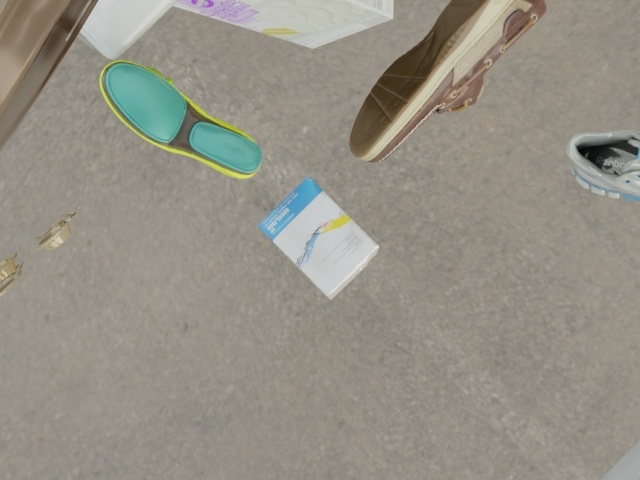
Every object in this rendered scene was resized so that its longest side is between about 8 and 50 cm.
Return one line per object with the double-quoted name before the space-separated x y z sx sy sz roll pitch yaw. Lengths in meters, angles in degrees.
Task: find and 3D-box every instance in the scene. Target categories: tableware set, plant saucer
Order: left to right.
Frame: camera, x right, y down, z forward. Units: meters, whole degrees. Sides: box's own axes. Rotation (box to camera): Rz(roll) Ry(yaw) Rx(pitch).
"tableware set" -0.349 0.016 0.810 0.169 0.141 0.020 -45 114 -15
"plant saucer" -0.181 -0.149 0.446 0.041 0.278 0.278 31 97 -22

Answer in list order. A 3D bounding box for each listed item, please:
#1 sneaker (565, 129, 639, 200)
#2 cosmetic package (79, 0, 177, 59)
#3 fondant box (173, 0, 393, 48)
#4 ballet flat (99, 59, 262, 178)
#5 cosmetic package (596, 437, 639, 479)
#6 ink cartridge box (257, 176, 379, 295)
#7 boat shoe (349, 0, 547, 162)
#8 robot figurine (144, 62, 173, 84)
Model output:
"sneaker" 0.299 -0.058 0.582 0.083 0.191 0.071 13 91 -54
"cosmetic package" -0.280 -0.504 0.889 0.393 0.329 0.327 -46 125 -4
"fondant box" -0.065 -0.453 1.228 0.330 0.238 0.096 6 85 -40
"ballet flat" -0.180 -0.143 0.864 0.231 0.077 0.077 29 80 -30
"cosmetic package" 0.301 0.157 0.334 0.230 0.161 0.453 41 96 -21
"ink cartridge box" 0.000 0.000 1.616 0.168 0.171 0.232 -45 82 -3
"boat shoe" 0.185 -0.231 0.973 0.123 0.123 0.342 36 98 -29
"robot figurine" -0.317 -0.270 1.267 0.101 0.067 0.115 -36 142 -30
